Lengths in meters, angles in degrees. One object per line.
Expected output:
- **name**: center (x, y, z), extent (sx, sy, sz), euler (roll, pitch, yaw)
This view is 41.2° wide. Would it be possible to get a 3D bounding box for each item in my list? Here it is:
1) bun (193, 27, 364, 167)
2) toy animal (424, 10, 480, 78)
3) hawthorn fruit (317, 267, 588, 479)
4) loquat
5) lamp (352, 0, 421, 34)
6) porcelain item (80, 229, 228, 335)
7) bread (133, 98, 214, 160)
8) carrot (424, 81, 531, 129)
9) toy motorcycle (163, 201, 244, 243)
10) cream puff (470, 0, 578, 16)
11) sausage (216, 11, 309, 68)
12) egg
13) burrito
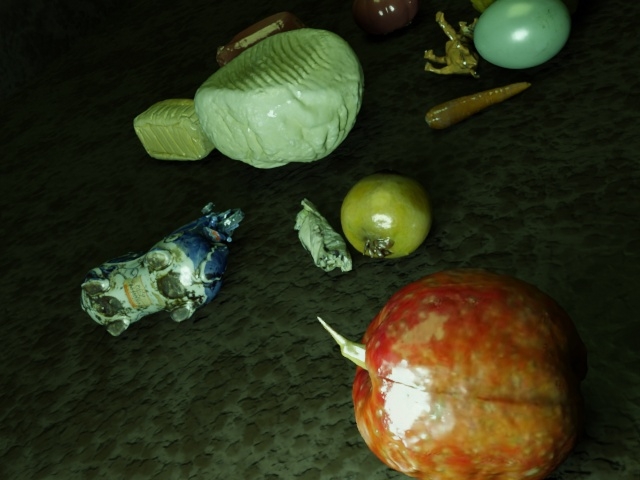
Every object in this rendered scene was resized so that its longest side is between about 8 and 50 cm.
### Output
- **bun**: center (-0.075, -0.279, 1.767), extent (0.353, 0.227, 0.349), euler (-24, 31, 2)
- **toy animal**: center (0.297, -0.381, 1.781), extent (0.116, 0.114, 0.255), euler (13, 34, -15)
- **hawthorn fruit**: center (0.160, 0.156, 0.927), extent (0.262, 0.258, 0.258), euler (-15, 25, -25)
- **loquat**: center (0.106, -0.040, 1.370), extent (0.163, 0.137, 0.163), euler (-5, 43, 4)
- **lamp**: center (0.164, -0.600, 2.140), extent (0.182, 0.140, 0.182), euler (-22, 29, 13)
- **porcelain item**: center (-0.295, 0.068, 1.542), extent (0.288, 0.138, 0.186), euler (-19, 15, 22)
- **bread**: center (-0.333, -0.265, 2.026), extent (0.236, 0.140, 0.106), euler (6, 41, 38)
- **carrot**: center (0.304, -0.266, 1.642), extent (0.216, 0.048, 0.048), euler (-21, 32, 1)
- **toy motorcycle**: center (-0.232, -0.010, 1.633), extent (0.205, 0.076, 0.114), euler (-18, 22, 42)
- **cream puff**: center (0.413, -0.569, 1.773), extent (0.274, 0.269, 0.323), euler (-29, 18, -39)
- **sausage**: center (-0.145, -0.509, 2.250), extent (0.254, 0.148, 0.148), euler (-26, 31, 10)
- **egg**: center (0.397, -0.415, 1.679), extent (0.192, 0.149, 0.149), euler (-4, 38, 28)
- **burrito**: center (0.002, -0.001, 1.470), extent (0.063, 0.058, 0.229), euler (-26, 33, -6)
